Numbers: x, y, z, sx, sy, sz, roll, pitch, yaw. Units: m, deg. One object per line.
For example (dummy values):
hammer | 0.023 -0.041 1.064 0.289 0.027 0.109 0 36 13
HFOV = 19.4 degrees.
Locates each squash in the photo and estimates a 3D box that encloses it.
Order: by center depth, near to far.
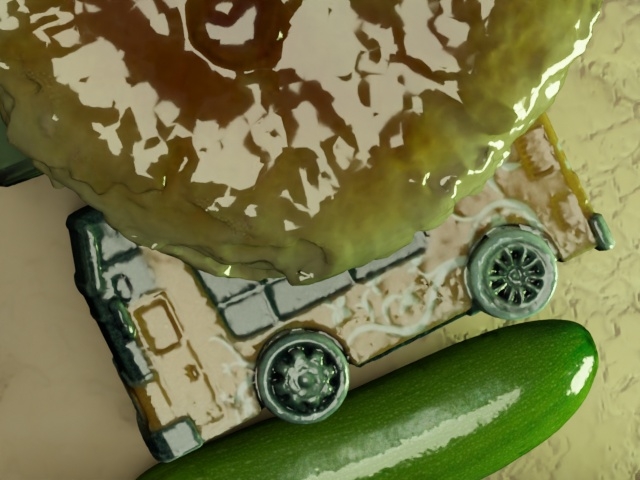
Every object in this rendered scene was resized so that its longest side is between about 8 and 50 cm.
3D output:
squash | 0.029 0.123 1.088 0.293 0.082 0.082 -21 97 -5

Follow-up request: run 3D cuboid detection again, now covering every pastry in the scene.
pastry | -0.027 -0.133 0.872 0.330 0.136 0.329 0 92 -10

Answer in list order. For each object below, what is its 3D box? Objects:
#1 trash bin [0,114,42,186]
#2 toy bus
trash bin | -0.126 -0.224 1.000 0.223 0.158 0.343 -21 97 -7
toy bus | 0.000 0.000 1.047 0.275 0.138 0.167 -27 96 -7
